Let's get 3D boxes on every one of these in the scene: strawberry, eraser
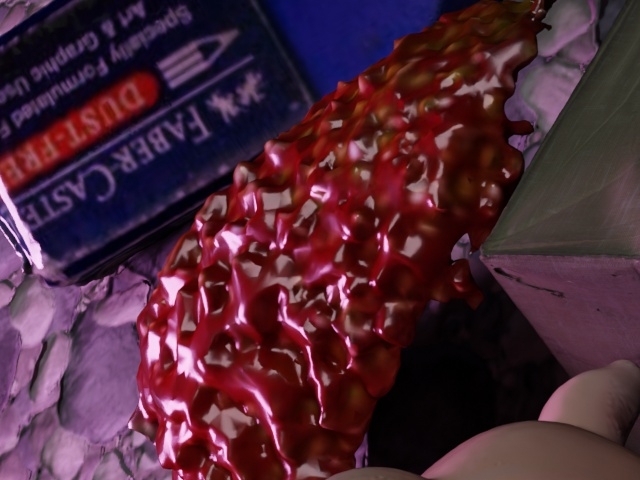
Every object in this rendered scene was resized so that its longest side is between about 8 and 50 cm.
[{"bbox_3d":[0.000,0.000,0.798,0.233,0.137,0.306,-74,3,-64],"label":"strawberry"},{"bbox_3d":[-0.064,-0.104,1.034,0.332,0.155,0.101,-29,0,23],"label":"eraser"}]

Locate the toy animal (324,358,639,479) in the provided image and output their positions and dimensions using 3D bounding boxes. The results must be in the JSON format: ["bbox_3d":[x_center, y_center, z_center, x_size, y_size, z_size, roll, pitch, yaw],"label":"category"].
[{"bbox_3d":[0.083,0.180,0.601,0.154,0.166,0.250,-4,98,31],"label":"toy animal"}]

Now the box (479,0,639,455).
[{"bbox_3d":[0.201,-0.031,0.690,0.155,0.149,0.231,4,52,46],"label":"box"}]
